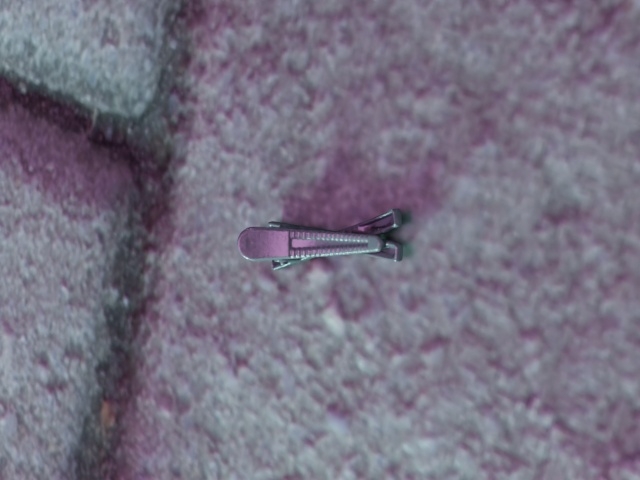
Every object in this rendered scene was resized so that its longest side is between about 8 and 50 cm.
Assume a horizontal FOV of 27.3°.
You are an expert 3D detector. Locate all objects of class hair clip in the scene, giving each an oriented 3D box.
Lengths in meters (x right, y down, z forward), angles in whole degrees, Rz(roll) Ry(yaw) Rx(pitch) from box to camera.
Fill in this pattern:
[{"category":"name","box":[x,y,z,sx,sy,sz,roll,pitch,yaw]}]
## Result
[{"category":"hair clip","box":[0.000,0.001,0.762,0.115,0.039,0.030,-6,94,44]}]
